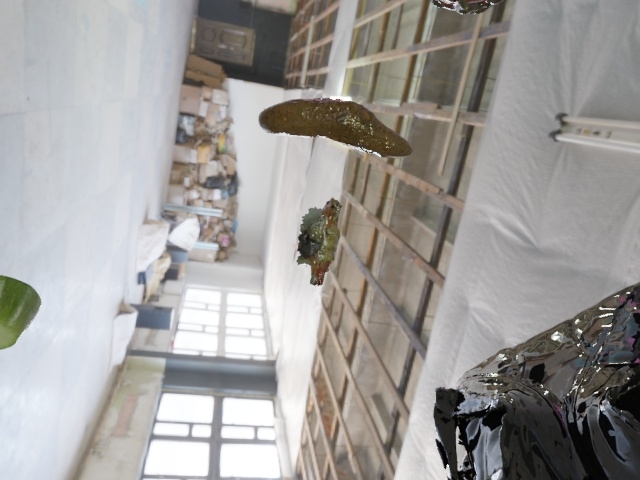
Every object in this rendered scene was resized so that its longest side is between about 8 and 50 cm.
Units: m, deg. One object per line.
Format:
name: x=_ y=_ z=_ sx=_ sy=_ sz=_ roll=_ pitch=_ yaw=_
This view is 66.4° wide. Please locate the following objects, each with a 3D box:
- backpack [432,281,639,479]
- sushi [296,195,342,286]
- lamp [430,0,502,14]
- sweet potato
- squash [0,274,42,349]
backpack: x=0.286 y=0.215 z=0.459 sx=0.363 sy=0.255 sz=0.445 roll=-36 pitch=-174 yaw=19
sushi: x=-0.004 y=-0.001 z=1.195 sx=0.097 sy=0.103 sz=0.226 roll=88 pitch=9 yaw=-83
lamp: x=0.218 y=-0.470 z=0.707 sx=0.274 sy=0.177 sz=0.177 roll=56 pitch=30 yaw=-56
sweet potato: x=0.034 y=-0.243 z=1.012 sx=0.114 sy=0.342 sz=0.092 roll=95 pitch=7 yaw=-63
squash: x=-0.718 y=0.163 z=1.081 sx=0.170 sy=0.170 sz=0.123 roll=108 pitch=-24 yaw=-43
